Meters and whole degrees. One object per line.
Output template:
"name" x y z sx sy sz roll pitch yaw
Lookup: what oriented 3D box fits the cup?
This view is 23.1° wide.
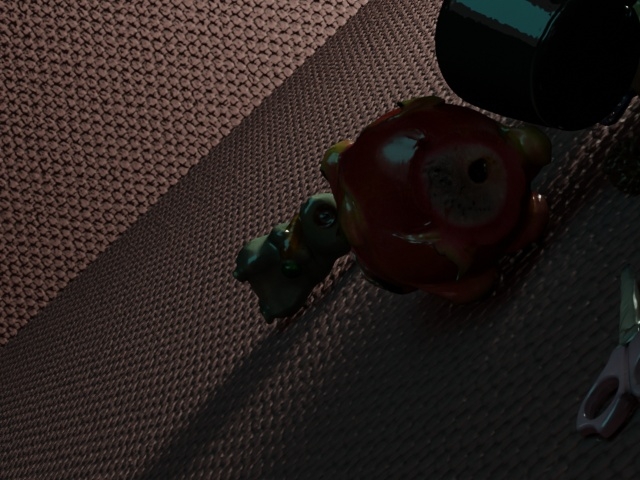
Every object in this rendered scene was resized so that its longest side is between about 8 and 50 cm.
"cup" 0.239 -0.217 1.589 0.223 0.169 0.176 -39 38 -16

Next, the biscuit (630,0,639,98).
"biscuit" 0.371 -0.270 1.617 0.150 0.052 0.252 -34 48 35

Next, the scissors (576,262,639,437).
"scissors" 0.249 0.078 1.248 0.110 0.021 0.212 -41 14 27

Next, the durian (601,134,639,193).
"durian" 0.321 -0.077 1.481 0.066 0.052 0.130 -3 -20 -47

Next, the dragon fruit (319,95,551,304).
"dragon fruit" 0.117 -0.043 1.613 0.224 0.224 0.227 -47 12 -8

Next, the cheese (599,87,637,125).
"cheese" 0.360 -0.234 1.696 0.244 0.062 0.155 -57 42 2

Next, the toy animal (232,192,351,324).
"toy animal" -0.010 -0.003 2.036 0.236 0.108 0.138 -44 14 3
